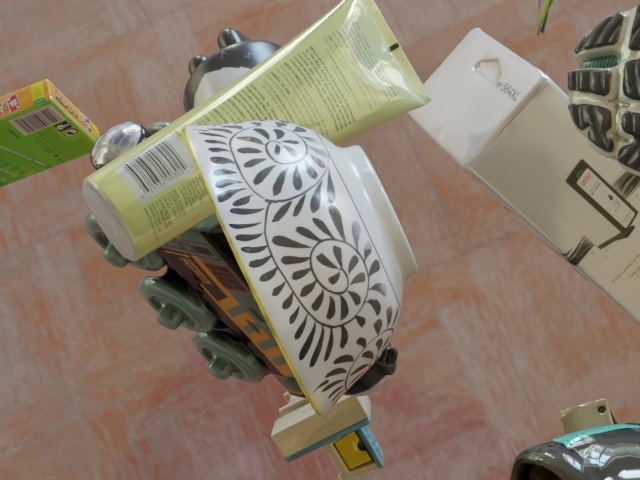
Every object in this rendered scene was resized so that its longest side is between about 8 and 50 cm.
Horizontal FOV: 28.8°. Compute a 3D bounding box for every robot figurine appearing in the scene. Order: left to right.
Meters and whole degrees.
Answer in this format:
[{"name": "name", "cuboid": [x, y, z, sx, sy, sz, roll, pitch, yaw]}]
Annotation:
[{"name": "robot figurine", "cuboid": [-0.082, -0.153, 1.655, 0.173, 0.209, 0.278, -10, 55, -23]}]

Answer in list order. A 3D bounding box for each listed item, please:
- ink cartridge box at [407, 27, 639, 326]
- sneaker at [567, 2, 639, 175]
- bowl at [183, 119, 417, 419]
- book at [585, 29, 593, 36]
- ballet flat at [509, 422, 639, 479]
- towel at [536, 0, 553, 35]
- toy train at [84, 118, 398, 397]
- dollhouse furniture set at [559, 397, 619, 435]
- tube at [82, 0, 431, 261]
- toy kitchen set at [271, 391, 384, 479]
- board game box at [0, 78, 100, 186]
[{"name": "ink cartridge box", "cuboid": [0.172, -0.047, 0.911, 0.086, 0.203, 0.148, -48, 25, 8]}, {"name": "sneaker", "cuboid": [0.262, -0.059, 0.628, 0.275, 0.110, 0.107, 8, 83, 22]}, {"name": "bowl", "cuboid": [0.000, 0.000, 0.651, 0.080, 0.170, 0.170, -25, 64, 1]}, {"name": "book", "cuboid": [0.330, -0.167, 1.412, 0.035, 0.144, 0.096, -15, 69, 11]}, {"name": "ballet flat", "cuboid": [0.080, 0.199, 0.425, 0.095, 0.096, 0.280, -16, 62, 53]}, {"name": "towel", "cuboid": [0.180, -0.209, 0.972, 0.009, 0.060, 0.083, 9, 58, 1]}, {"name": "toy train", "cuboid": [-0.059, 0.025, 1.068, 0.190, 0.334, 0.142, 12, 60, 40]}, {"name": "dollhouse furniture set", "cuboid": [0.358, 0.192, 1.106, 0.242, 0.161, 0.212, -19, 52, 16]}, {"name": "tube", "cuboid": [-0.039, -0.072, 0.814, 0.240, 0.070, 0.062, -35, 49, -20]}, {"name": "toy kitchen set", "cuboid": [0.038, 0.256, 1.627, 0.122, 0.207, 0.166, -28, 100, 11]}, {"name": "board game box", "cuboid": [-0.382, -0.092, 1.361, 0.259, 0.124, 0.039, -22, 65, 8]}]
